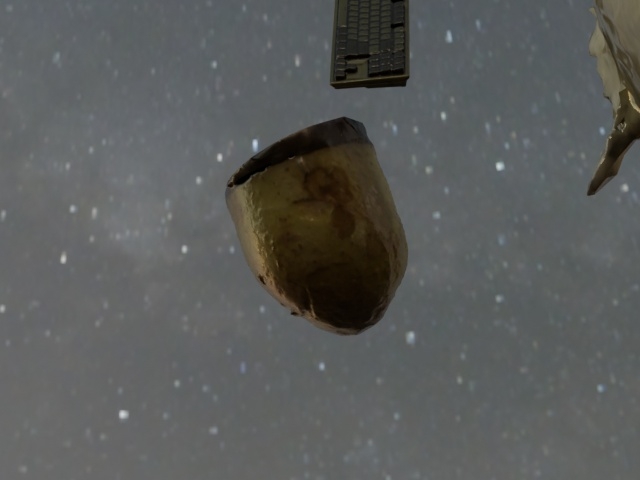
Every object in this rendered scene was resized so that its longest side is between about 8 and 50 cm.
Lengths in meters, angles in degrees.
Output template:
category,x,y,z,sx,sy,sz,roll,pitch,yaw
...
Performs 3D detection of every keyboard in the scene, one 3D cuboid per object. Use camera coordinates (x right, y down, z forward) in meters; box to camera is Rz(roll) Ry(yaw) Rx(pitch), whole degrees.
category,x,y,z,sx,sy,sz,roll,pitch,yaw
keyboard,0.032,-0.135,0.944,0.049,0.129,0.015,-1,-50,5

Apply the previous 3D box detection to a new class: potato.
category,x,y,z,sx,sy,sz,roll,pitch,yaw
potato,0.000,0.000,0.810,0.096,0.103,0.066,-34,-11,21

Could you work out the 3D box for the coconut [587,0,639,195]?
category,x,y,z,sx,sy,sz,roll,pitch,yaw
coconut,0.236,-0.143,0.352,0.346,0.346,0.360,4,-82,-7
